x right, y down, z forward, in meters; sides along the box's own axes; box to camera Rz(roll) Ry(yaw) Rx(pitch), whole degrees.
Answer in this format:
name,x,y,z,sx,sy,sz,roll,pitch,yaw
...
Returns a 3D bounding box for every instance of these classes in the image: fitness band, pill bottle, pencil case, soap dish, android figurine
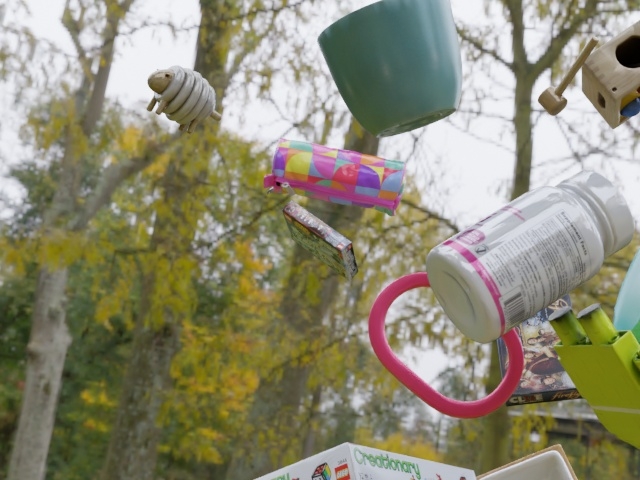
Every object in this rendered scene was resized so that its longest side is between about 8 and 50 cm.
name,x,y,z,sx,sy,sz,roll,pitch,yaw
fitness band,0.220,0.181,1.581,0.291,0.209,0.054,40,-2,15
pill bottle,0.313,0.018,1.323,0.283,0.160,0.160,-29,-7,-16
pencil case,0.026,-0.105,1.514,0.236,0.105,0.104,9,-15,0
soap dish,0.481,0.626,1.949,0.228,0.291,0.118,-23,-26,2
android figurine,0.470,0.222,1.399,0.273,0.056,0.248,55,-18,-2

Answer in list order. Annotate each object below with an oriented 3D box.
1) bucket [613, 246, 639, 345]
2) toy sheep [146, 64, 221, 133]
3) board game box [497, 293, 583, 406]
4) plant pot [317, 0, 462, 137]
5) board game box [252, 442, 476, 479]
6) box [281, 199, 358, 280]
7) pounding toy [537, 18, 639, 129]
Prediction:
name,x,y,z,sx,sy,sz,roll,pitch,yaw
bucket,0.646,0.098,1.554,0.183,0.281,0.281,22,-15,5
toy sheep,-0.203,-0.212,1.333,0.091,0.091,0.132,-7,-28,44
board game box,0.450,0.220,1.840,0.165,0.243,0.042,-9,-43,11
plant pot,0.165,-0.353,1.868,0.292,0.235,0.293,-17,-4,-1
board game box,0.046,0.321,1.101,0.193,0.053,0.305,-28,-32,26
box,0.000,0.000,1.473,0.137,0.027,0.094,36,-19,27
pounding toy,0.432,-0.232,1.314,0.206,0.094,0.181,-35,-20,6
